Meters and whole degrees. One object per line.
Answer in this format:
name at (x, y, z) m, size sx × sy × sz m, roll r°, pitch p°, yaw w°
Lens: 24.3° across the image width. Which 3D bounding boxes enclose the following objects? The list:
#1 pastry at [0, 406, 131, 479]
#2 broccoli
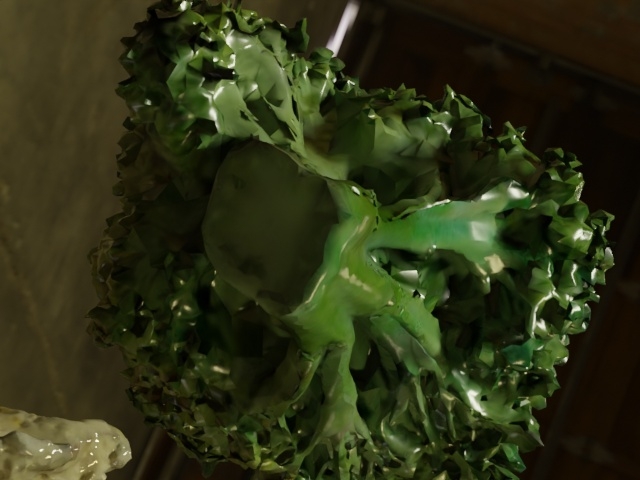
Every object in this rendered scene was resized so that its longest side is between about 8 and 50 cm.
pastry at (-0.214, 0.133, 0.802) m, size 0.121 × 0.258 × 0.089 m, roll 5°, pitch 83°, yaw -48°
broccoli at (0.000, 0.000, 0.510) m, size 0.194 × 0.219 × 0.194 m, roll -34°, pitch 170°, yaw -7°
